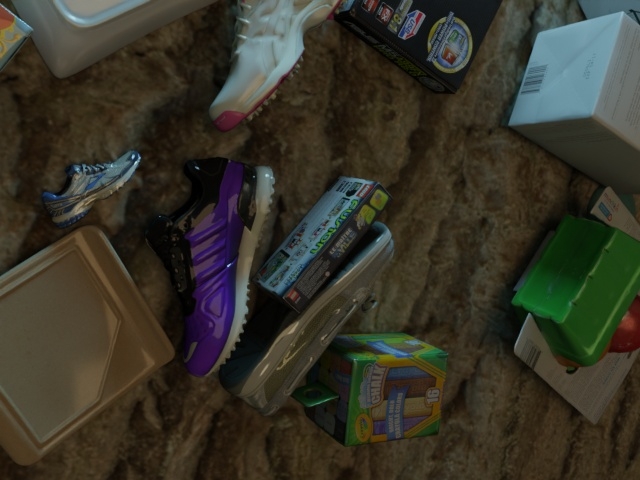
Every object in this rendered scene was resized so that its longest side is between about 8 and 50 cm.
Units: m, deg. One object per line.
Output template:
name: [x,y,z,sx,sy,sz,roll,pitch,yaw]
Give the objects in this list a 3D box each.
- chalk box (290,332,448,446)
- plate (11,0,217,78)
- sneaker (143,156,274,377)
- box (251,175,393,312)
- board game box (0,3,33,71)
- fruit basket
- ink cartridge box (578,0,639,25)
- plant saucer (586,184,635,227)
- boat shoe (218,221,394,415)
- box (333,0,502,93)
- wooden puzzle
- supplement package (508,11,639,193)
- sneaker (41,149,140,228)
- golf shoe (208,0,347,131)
chalk box: [0.061,0.215,1.123,0.213,0.132,0.132,2,99,-29]
plate: [-0.259,-0.376,0.896,0.278,0.045,0.277,-34,112,-19]
sneaker: [-0.166,0.028,0.996,0.146,0.102,0.293,14,88,-25]
box: [0.000,0.000,1.061,0.207,0.114,0.036,-50,117,-10]
board game box: [-0.395,-0.186,0.729,0.142,0.275,0.144,39,80,-28]
fruit basket: [0.490,0.124,1.342,0.353,0.165,0.327,39,81,-43]
ink cartridge box: [0.552,-0.412,1.239,0.171,0.168,0.232,-47,117,-13]
plant saucer: [0.537,-0.050,1.384,0.119,0.021,0.119,-6,102,-26]
boat shoe: [-0.006,0.107,1.081,0.320,0.118,0.103,-49,120,-7]
box: [0.167,-0.385,1.107,0.216,0.060,0.270,29,86,-28]
wooden puzzle: [-0.331,0.128,0.947,0.239,0.044,0.221,-35,114,-22]
supplement package: [0.487,-0.207,1.232,0.293,0.175,0.177,25,80,-28]
sneaker: [-0.284,-0.075,0.936,0.135,0.052,0.058,-41,111,-15]
golf shoe: [-0.072,-0.283,0.985,0.140,0.115,0.306,37,75,-18]
